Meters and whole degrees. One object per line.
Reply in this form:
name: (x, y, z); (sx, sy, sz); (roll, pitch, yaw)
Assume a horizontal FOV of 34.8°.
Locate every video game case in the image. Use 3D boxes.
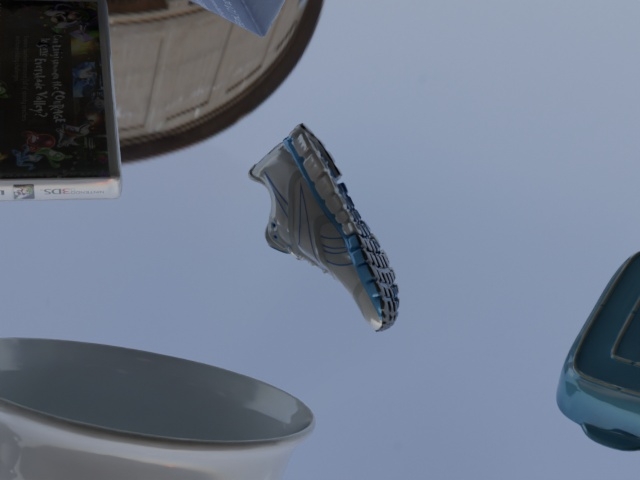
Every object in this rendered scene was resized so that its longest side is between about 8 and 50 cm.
video game case: (-0.211, -0.090, 0.606); (0.173, 0.022, 0.190); (-2, -137, -13)

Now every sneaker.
sneaker: (0.000, 0.000, 0.874); (0.083, 0.071, 0.190); (-31, -105, 13)

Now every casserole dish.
casserole dish: (0.240, 0.066, 0.720); (0.114, 0.037, 0.188); (14, -132, 36)

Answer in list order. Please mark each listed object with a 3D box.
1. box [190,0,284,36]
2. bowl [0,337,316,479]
box: (-0.154, -0.344, 0.871); (0.294, 0.296, 0.182); (29, -91, 7)
bowl: (-0.161, 0.176, 0.817); (0.298, 0.298, 0.134); (12, -87, -10)
